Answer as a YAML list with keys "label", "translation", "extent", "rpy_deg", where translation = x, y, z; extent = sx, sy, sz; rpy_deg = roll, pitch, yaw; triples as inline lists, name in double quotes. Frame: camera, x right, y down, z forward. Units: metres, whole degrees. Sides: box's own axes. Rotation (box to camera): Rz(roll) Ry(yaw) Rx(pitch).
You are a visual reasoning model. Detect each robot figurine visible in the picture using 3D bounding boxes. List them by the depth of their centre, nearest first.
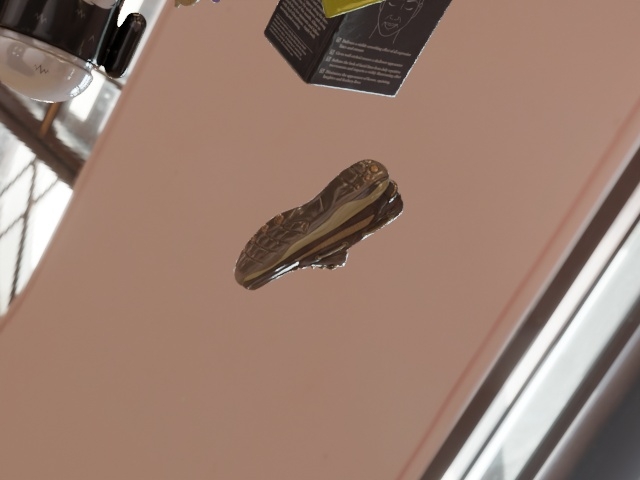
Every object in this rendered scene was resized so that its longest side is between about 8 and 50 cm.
- label: "robot figurine"
  translation: [-0.399, -0.349, 1.364]
  extent: [0.209, 0.278, 0.173]
  rpy_deg: [20, 179, 22]

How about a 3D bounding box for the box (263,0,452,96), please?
- label: "box"
  translation: [0.109, -0.552, 2.006]
  extent: [0.294, 0.395, 0.212]
  rpy_deg: [1, -138, -43]

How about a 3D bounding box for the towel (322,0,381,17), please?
- label: "towel"
  translation: [0.022, -0.364, 0.938]
  extent: [0.102, 0.237, 0.021]
  rpy_deg: [-23, -155, -25]

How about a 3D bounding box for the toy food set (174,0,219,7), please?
- label: "toy food set"
  translation: [-0.117, -0.288, 0.945]
  extent: [0.019, 0.077, 0.122]
  rpy_deg: [3, -174, -35]

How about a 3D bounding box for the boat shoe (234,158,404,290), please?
- label: "boat shoe"
  translation: [0.000, 0.000, 1.633]
  extent: [0.130, 0.355, 0.132]
  rpy_deg: [46, -158, -28]
